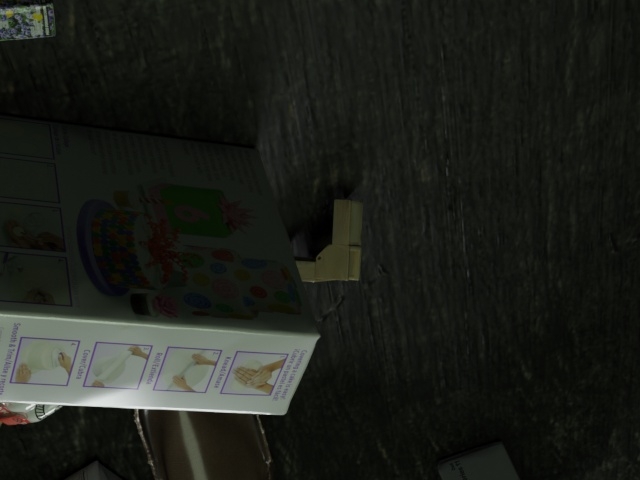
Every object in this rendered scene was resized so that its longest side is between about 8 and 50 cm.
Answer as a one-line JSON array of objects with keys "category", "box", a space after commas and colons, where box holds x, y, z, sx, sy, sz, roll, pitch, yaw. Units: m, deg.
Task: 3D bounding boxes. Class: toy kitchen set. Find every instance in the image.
[{"category": "toy kitchen set", "box": [0.000, 0.000, 1.109, 0.083, 0.075, 0.068, 3, 180, 22]}]

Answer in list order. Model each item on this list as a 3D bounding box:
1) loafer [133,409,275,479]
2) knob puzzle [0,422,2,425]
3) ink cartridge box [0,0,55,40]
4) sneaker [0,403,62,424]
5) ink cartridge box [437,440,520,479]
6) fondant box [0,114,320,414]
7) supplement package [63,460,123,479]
[{"category": "loafer", "box": [-0.099, 0.233, 1.207, 0.133, 0.130, 0.366, -18, 133, -2]}, {"category": "knob puzzle", "box": [-0.405, 0.253, 1.134, 0.213, 0.030, 0.213, -35, 155, -19]}, {"category": "ink cartridge box", "box": [-0.250, -0.169, 0.850, 0.115, 0.063, 0.029, -7, 133, -12]}, {"category": "sneaker", "box": [-0.336, 0.123, 1.062, 0.270, 0.090, 0.145, -21, 131, -3]}, {"category": "ink cartridge box", "box": [0.215, 0.362, 1.407, 0.086, 0.153, 0.208, -20, 134, -1]}, {"category": "fondant box", "box": [-0.189, 0.012, 0.910, 0.330, 0.238, 0.096, 5, 128, -22]}, {"category": "supplement package", "box": [-0.255, 0.379, 1.272, 0.203, 0.149, 0.194, -31, 132, 10]}]
